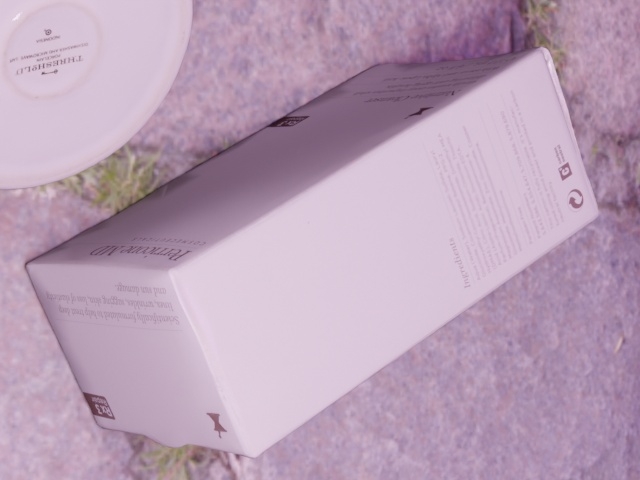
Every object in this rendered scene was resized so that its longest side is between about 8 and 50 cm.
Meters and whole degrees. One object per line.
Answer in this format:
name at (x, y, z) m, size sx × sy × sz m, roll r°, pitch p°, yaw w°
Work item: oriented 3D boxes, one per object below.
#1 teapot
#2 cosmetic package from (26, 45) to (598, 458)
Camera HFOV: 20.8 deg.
teapot at (-0.227, -0.169, 1.185) m, size 0.252 × 0.187 × 0.256 m, roll -51°, pitch 140°, yaw 6°
cosmetic package at (0.000, 0.000, 1.331) m, size 0.385 × 0.217 × 0.156 m, roll -31°, pitch 109°, yaw -35°
